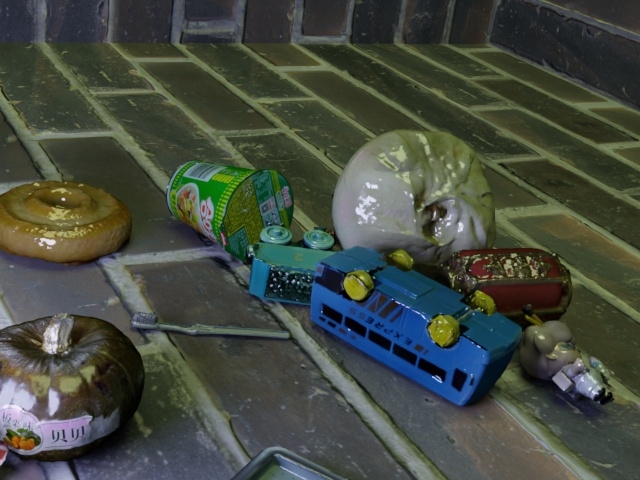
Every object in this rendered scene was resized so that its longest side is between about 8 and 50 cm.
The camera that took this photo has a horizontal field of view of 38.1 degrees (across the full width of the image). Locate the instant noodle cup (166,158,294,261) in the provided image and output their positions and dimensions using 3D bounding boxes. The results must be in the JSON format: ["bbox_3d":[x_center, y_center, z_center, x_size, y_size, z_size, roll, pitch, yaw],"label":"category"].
[{"bbox_3d":[-0.211,-0.081,2.006,0.233,0.207,0.207,22,28,39],"label":"instant noodle cup"}]

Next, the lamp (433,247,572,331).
[{"bbox_3d":[0.357,0.099,1.815,0.274,0.177,0.177,-1,27,-21],"label":"lamp"}]

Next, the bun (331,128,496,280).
[{"bbox_3d":[0.210,-0.069,1.915,0.361,0.360,0.213,-3,2,-22],"label":"bun"}]

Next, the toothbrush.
[{"bbox_3d":[-0.198,0.161,1.685,0.294,0.028,0.026,9,26,-11],"label":"toothbrush"}]

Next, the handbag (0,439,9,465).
[{"bbox_3d":[-0.554,0.289,1.161,0.171,0.151,0.298,14,22,22],"label":"handbag"}]

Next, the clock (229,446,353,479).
[{"bbox_3d":[-0.022,0.400,1.211,0.279,0.049,0.273,21,27,23],"label":"clock"}]

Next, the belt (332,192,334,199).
[{"bbox_3d":[0.156,-0.070,2.126,0.184,0.164,0.289,-5,12,46],"label":"belt"}]

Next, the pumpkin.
[{"bbox_3d":[-0.385,0.195,1.362,0.260,0.189,0.260,8,24,-4],"label":"pumpkin"}]

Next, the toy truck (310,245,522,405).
[{"bbox_3d":[0.167,0.143,1.677,0.385,0.162,0.161,26,30,30],"label":"toy truck"}]

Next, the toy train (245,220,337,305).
[{"bbox_3d":[-0.051,0.052,1.864,0.203,0.112,0.163,5,32,-5],"label":"toy train"}]

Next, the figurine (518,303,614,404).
[{"bbox_3d":[0.433,0.217,1.678,0.137,0.112,0.229,23,17,-46],"label":"figurine"}]

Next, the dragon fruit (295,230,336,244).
[{"bbox_3d":[0.000,-0.003,2.039,0.097,0.063,0.131,29,32,35],"label":"dragon fruit"}]

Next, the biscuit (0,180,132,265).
[{"bbox_3d":[-0.541,-0.047,1.924,0.297,0.101,0.296,6,23,-3],"label":"biscuit"}]
